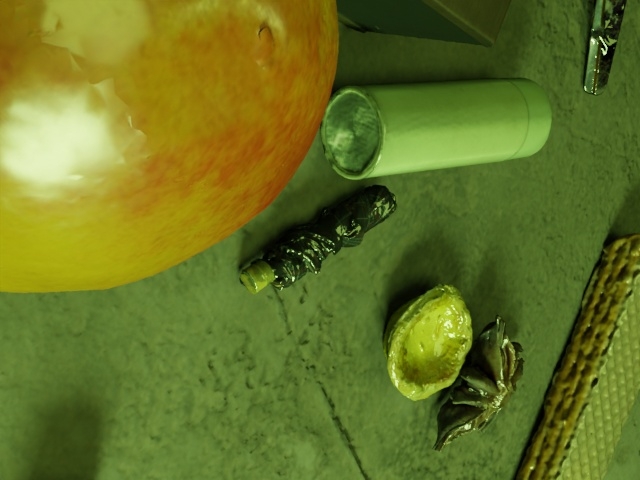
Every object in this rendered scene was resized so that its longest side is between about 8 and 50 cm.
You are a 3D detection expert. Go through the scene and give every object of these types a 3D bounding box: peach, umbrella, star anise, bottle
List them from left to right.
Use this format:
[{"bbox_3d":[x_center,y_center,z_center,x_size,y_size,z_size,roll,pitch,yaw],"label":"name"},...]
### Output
[{"bbox_3d":[-0.120,-0.107,0.548,0.308,0.289,0.289,43,73,-36],"label":"peach"},{"bbox_3d":[0.000,0.000,0.851,0.144,0.040,0.037,-32,131,-29],"label":"umbrella"},{"bbox_3d":[0.098,-0.093,0.887,0.201,0.072,0.072,-10,109,-40],"label":"bottle"},{"bbox_3d":[0.141,0.139,1.007,0.129,0.056,0.124,-57,152,-9],"label":"star anise"}]

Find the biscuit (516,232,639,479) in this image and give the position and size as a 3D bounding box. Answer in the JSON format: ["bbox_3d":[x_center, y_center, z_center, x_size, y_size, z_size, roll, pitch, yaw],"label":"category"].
[{"bbox_3d":[0.271,0.177,1.135,0.094,0.054,0.379,27,85,-43],"label":"biscuit"}]

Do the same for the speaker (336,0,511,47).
[{"bbox_3d":[0.061,-0.274,0.743,0.192,0.153,0.231,23,87,-43],"label":"speaker"}]

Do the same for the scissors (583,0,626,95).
[{"bbox_3d":[0.272,-0.277,0.981,0.160,0.024,0.317,0,119,-6],"label":"scissors"}]

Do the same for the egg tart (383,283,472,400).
[{"bbox_3d":[0.088,0.085,0.953,0.105,0.039,0.105,-14,112,-39],"label":"egg tart"}]
